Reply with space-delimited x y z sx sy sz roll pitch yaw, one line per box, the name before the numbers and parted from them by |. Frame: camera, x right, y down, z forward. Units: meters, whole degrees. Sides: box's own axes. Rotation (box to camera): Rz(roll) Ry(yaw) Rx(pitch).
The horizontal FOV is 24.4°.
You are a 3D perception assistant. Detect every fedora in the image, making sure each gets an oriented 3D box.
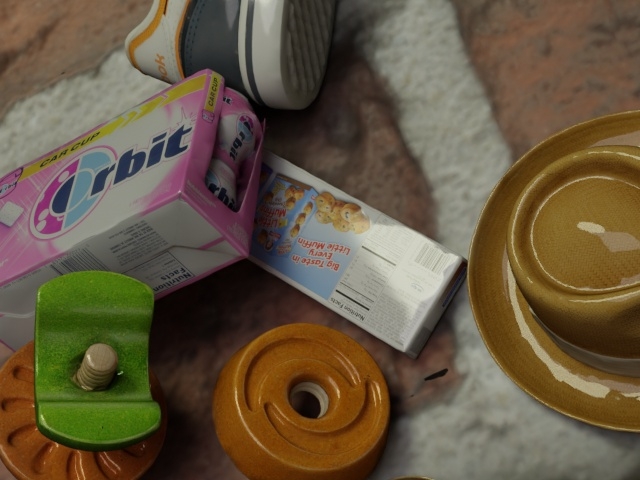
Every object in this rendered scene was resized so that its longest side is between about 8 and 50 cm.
fedora | 0.160 0.005 0.761 0.194 0.079 0.194 -8 71 23

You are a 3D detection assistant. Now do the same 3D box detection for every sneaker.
sneaker | -0.045 -0.243 0.914 0.128 0.126 0.321 7 78 22

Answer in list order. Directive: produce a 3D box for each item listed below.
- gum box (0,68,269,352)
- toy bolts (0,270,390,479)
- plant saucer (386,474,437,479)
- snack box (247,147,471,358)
gum box | -0.119 -0.016 0.874 0.188 0.062 0.107 -24 39 28
toy bolts | -0.078 0.158 0.826 0.218 0.158 0.228 5 59 -14
plant saucer | 0.050 0.169 0.798 0.083 0.015 0.083 -8 70 24
snack box | 0.000 0.000 0.873 0.178 0.022 0.064 30 88 30
